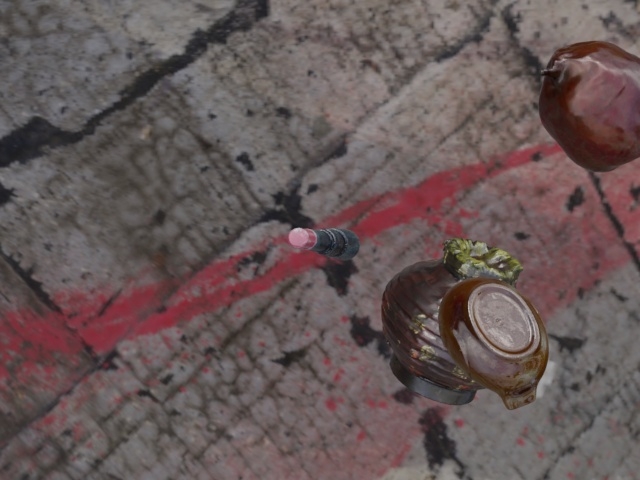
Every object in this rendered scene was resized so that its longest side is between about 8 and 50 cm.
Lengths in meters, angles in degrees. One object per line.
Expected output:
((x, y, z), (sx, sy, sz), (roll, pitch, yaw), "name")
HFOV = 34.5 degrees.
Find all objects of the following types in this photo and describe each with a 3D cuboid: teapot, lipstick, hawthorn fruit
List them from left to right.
((0.000, 0.000, 1.644), (0.234, 0.054, 0.053), (10, 95, -69), "lipstick")
((0.162, 0.097, 0.973), (0.098, 0.078, 0.129), (-19, 64, -23), "teapot")
((0.457, -0.237, 1.729), (0.248, 0.208, 0.208), (31, 83, -31), "hawthorn fruit")

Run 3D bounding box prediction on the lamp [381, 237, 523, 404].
((0.204, 0.115, 1.511), (0.247, 0.247, 0.246), (-6, 102, -30), "lamp")
